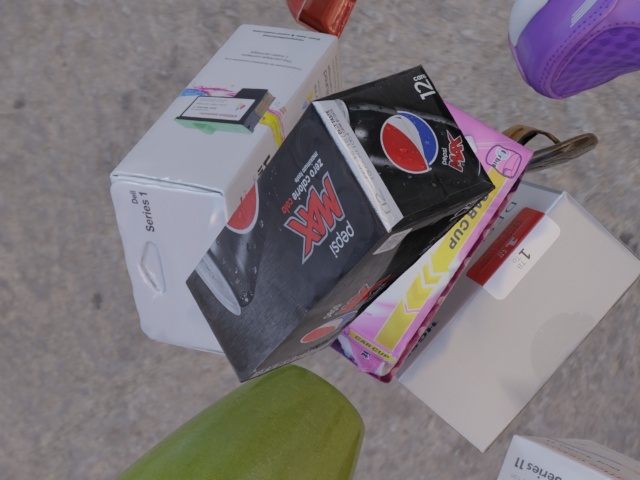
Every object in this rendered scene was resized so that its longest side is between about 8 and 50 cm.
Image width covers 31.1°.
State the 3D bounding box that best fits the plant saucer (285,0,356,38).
[{"bbox_3d":[0.031,-0.423,1.654,0.047,0.259,0.259,27,98,10],"label":"plant saucer"}]

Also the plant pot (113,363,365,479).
[{"bbox_3d":[-0.084,0.290,1.308,0.274,0.275,0.293,32,62,14],"label":"plant pot"}]

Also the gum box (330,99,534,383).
[{"bbox_3d":[0.049,-0.006,0.783,0.107,0.062,0.188,32,69,11],"label":"gum box"}]

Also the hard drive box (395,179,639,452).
[{"bbox_3d":[0.128,0.043,0.917,0.089,0.232,0.181,41,90,-12],"label":"hard drive box"}]

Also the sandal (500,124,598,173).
[{"bbox_3d":[0.229,-0.110,1.418,0.219,0.090,0.060,-11,88,24],"label":"sandal"}]

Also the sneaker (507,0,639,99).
[{"bbox_3d":[0.190,-0.095,0.432,0.236,0.095,0.105,-19,75,17],"label":"sneaker"}]

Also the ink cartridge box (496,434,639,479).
[{"bbox_3d":[0.367,0.354,1.547,0.207,0.353,0.119,22,93,34],"label":"ink cartridge box"}]

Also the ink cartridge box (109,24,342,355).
[{"bbox_3d":[-0.074,-0.053,1.120,0.117,0.278,0.201,10,131,19],"label":"ink cartridge box"}]

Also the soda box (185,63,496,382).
[{"bbox_3d":[0.000,0.000,0.475,0.060,0.053,0.169,60,148,12],"label":"soda box"}]
